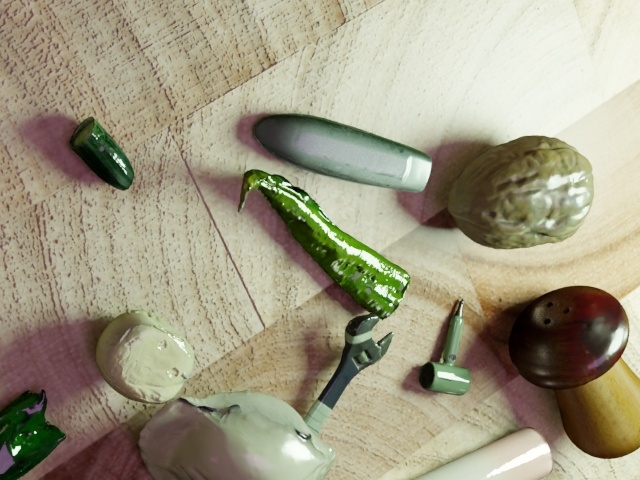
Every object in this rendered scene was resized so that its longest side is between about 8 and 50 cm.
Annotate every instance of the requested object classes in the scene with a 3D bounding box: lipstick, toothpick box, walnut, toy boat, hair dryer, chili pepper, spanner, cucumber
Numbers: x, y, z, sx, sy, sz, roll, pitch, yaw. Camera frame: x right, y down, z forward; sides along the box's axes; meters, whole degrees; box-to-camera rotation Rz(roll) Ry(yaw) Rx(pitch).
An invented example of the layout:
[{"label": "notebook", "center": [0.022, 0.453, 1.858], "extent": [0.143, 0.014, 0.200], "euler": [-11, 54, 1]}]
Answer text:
[{"label": "lipstick", "center": [0.211, 0.392, 2.019], "extent": [0.327, 0.087, 0.087], "euler": [-20, 113, -24]}, {"label": "toothpick box", "center": [0.421, 0.208, 2.037], "extent": [0.192, 0.192, 0.294], "euler": [-42, 125, -14]}, {"label": "walnut", "center": [0.293, -0.069, 1.900], "extent": [0.230, 0.178, 0.178], "euler": [-12, 109, -16]}, {"label": "toy boat", "center": [0.028, -0.124, 1.788], "extent": [0.260, 0.085, 0.078], "euler": [13, 96, -21]}, {"label": "hair dryer", "center": [0.203, 0.162, 1.982], "extent": [0.071, 0.047, 0.150], "euler": [13, 90, -31]}, {"label": "chili pepper", "center": [-0.421, 0.286, 1.644], "extent": [0.224, 0.061, 0.098], "euler": [-44, 113, -10]}, {"label": "chili pepper", "center": [0.000, 0.000, 1.798], "extent": [0.359, 0.076, 0.085], "euler": [37, 79, -38]}, {"label": "spanner", "center": [0.008, 0.246, 1.885], "extent": [0.087, 0.024, 0.316], "euler": [27, 96, -43]}, {"label": "cucumber", "center": [-0.271, -0.104, 1.631], "extent": [0.048, 0.048, 0.105], "euler": [-47, 121, -11]}]

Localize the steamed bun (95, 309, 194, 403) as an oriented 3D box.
[{"label": "steamed bun", "center": [-0.237, 0.151, 1.694], "extent": [0.130, 0.091, 0.112], "euler": [37, 86, -31]}]

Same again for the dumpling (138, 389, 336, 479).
[{"label": "dumpling", "center": [-0.124, 0.304, 1.781], "extent": [0.243, 0.175, 0.227], "euler": [41, 120, 0]}]
